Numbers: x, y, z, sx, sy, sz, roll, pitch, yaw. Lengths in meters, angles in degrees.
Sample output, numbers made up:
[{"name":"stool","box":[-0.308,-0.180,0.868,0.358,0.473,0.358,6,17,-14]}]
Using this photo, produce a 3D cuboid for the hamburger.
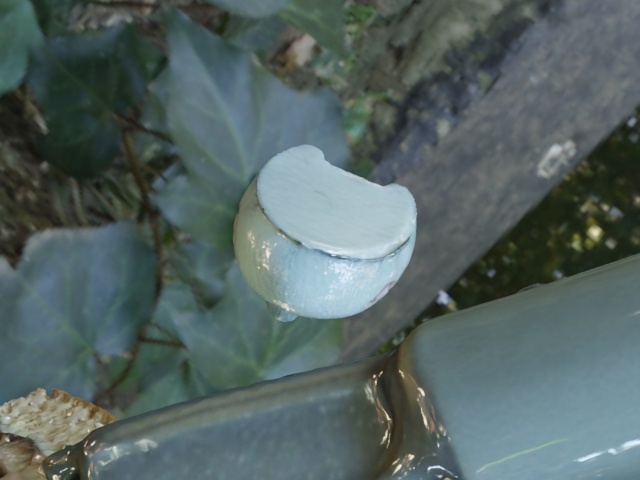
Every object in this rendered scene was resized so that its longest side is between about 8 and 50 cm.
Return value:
[{"name":"hamburger","box":[-0.207,0.189,0.807,0.155,0.282,0.245,-28,125,-31]}]

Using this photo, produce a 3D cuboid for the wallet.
[{"name":"wallet","box":[0.092,0.063,0.483,0.361,0.083,0.252,-17,168,3]}]

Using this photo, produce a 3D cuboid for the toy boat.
[{"name":"toy boat","box":[0.000,0.000,0.973,0.078,0.134,0.207,-64,180,26]}]
